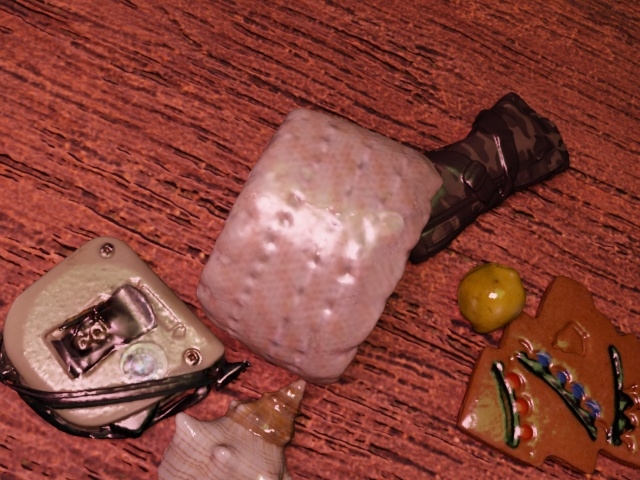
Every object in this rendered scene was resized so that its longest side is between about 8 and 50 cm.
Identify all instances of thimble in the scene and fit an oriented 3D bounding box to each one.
[{"bbox_3d":[0.000,0.000,0.853,0.195,0.291,0.291,28,65,1],"label":"thimble"}]

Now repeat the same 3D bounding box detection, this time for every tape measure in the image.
[{"bbox_3d":[-0.232,0.130,0.825,0.235,0.115,0.207,45,63,5],"label":"tape measure"}]

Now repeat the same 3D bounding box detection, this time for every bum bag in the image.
[{"bbox_3d":[0.218,-0.100,1.043,0.340,0.095,0.144,-30,94,-21],"label":"bum bag"}]

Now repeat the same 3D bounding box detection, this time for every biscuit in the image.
[{"bbox_3d":[0.316,0.200,0.975,0.302,0.043,0.278,-20,75,-21],"label":"biscuit"}]

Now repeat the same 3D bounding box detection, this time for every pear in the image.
[{"bbox_3d":[0.223,0.078,0.975,0.092,0.092,0.096,6,99,-12],"label":"pear"}]

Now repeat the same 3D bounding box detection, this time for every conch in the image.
[{"bbox_3d":[-0.100,0.239,0.803,0.234,0.114,0.137,-33,109,-31],"label":"conch"}]
